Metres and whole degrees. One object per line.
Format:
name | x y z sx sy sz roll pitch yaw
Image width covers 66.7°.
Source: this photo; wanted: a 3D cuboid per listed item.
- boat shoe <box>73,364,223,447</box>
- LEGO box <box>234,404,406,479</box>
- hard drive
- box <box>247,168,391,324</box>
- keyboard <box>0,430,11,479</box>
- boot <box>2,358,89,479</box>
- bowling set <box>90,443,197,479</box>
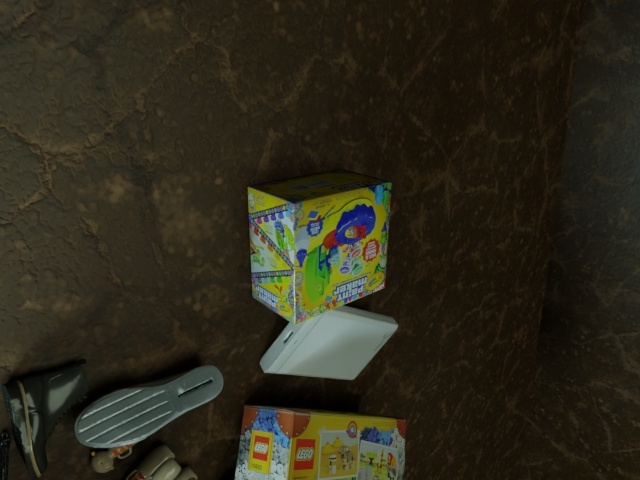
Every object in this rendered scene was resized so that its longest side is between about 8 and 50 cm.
boat shoe | -0.349 0.345 1.012 0.302 0.094 0.109 -11 76 -35
LEGO box | 0.014 0.653 1.306 0.500 0.193 0.372 24 65 -45
hard drive | 0.035 0.279 1.325 0.353 0.047 0.233 21 112 -45
box | 0.000 0.000 1.148 0.290 0.177 0.279 -17 118 -37
keyboard | -0.630 0.414 0.831 0.201 0.033 0.317 -2 108 -42
boot | -0.489 0.330 0.902 0.137 0.077 0.198 -17 118 -43
bowling set | -0.350 0.536 1.023 0.154 0.200 0.287 -41 125 -22
